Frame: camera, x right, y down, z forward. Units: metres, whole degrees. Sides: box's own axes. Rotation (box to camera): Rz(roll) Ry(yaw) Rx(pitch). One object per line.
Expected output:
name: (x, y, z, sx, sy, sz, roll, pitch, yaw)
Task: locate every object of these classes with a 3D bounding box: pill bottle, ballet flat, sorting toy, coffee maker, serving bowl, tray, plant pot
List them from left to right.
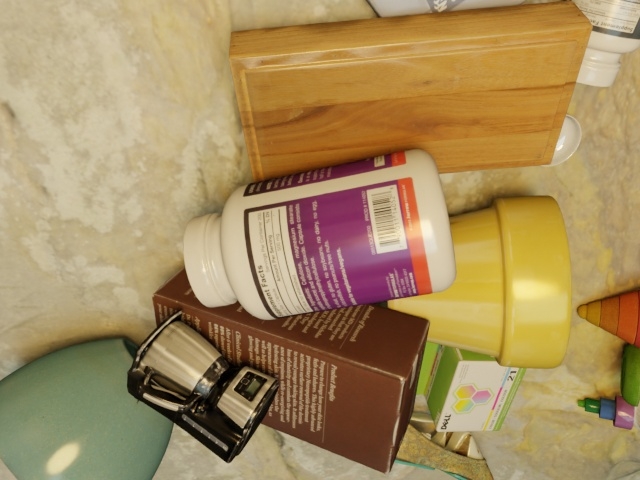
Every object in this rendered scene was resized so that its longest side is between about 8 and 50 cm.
plant pot: (-0.346, 0.273, 0.889, 0.195, 0.290, 0.290, -43, 121, -10)
coffee maker: (-0.159, 0.204, 0.757, 0.178, 0.120, 0.171, 33, 151, 7)
pill bottle: (0.000, 0.000, 0.713, 0.323, 0.181, 0.181, -10, 124, 11)
tray: (0.106, -0.176, 0.714, 0.411, 0.076, 0.203, -5, 137, 1)
ballet flat: (0.253, 0.430, 1.154, 0.348, 0.123, 0.123, 27, 115, -25)
plant pot: (0.226, 0.062, 0.842, 0.239, 0.254, 0.254, -1, 124, 12)
serving bowl: (0.344, -0.154, 0.830, 0.083, 0.027, 0.083, -4, 123, -6)
sorting toy: (0.563, 0.235, 1.087, 0.126, 0.127, 0.365, 5, 130, 24)
pill bottle: (0.363, -0.294, 0.696, 0.108, 0.108, 0.180, 4, 123, -10)

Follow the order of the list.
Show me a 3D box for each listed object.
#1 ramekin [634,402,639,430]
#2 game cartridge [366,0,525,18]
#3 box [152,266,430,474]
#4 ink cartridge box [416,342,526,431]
ramekin: (0.808, 0.358, 1.164, 0.273, 0.127, 0.273, -3, 123, -5)
game cartridge: (0.117, -0.370, 0.647, 0.196, 0.060, 0.294, -33, 121, 9)
box: (-0.048, 0.169, 0.823, 0.381, 0.143, 0.191, 17, 125, 20)
ink cartridge box: (0.226, 0.263, 1.041, 0.255, 0.097, 0.188, 2, 122, -10)
